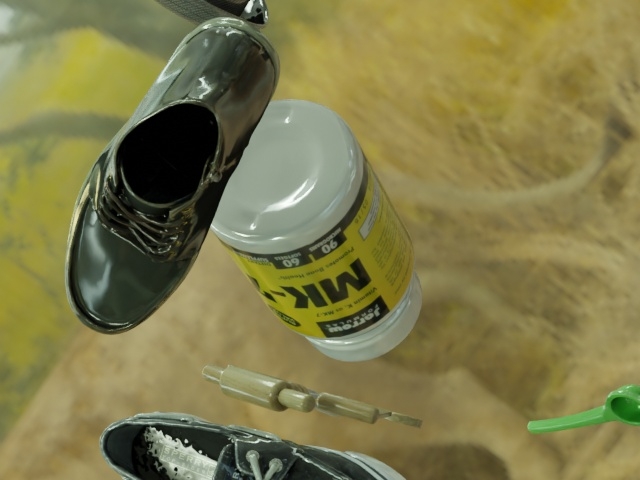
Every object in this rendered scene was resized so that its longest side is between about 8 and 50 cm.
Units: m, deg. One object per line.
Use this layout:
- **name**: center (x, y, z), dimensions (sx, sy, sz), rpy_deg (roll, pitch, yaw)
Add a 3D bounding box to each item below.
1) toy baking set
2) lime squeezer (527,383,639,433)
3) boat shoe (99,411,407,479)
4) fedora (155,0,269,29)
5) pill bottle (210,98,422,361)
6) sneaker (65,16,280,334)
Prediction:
- **toy baking set**: center (-0.015, 0.158, 1.741), dimensions (0.256, 0.197, 0.030), rpy_deg (11, 84, 46)
- **lime squeezer**: center (0.354, 0.149, 1.937), dimensions (0.310, 0.059, 0.110), rpy_deg (-37, 41, 18)
- **boat shoe**: center (-0.057, 0.211, 1.537), dimensions (0.301, 0.102, 0.108), rpy_deg (17, 88, 29)
- **fedora**: center (-0.123, -0.291, 1.416), dimensions (0.124, 0.275, 0.244), rpy_deg (-48, -10, 18)
- **pill bottle**: center (0.000, 0.000, 1.281), dimensions (0.119, 0.208, 0.119), rpy_deg (-9, 59, 16)
- **sneaker**: center (-0.105, -0.019, 1.016), dimensions (0.222, 0.083, 0.118), rpy_deg (-62, 1, 29)
